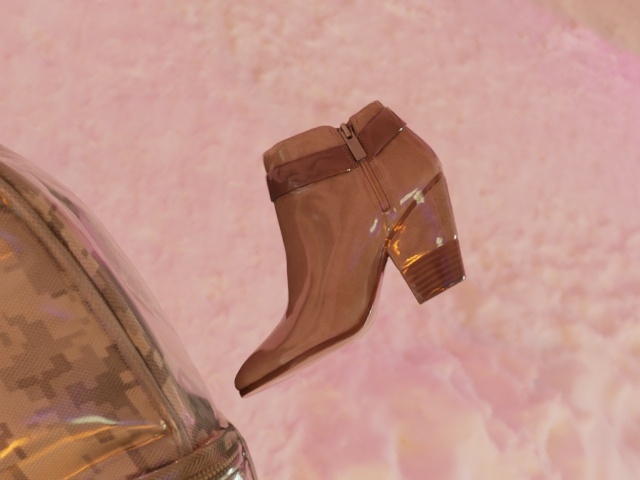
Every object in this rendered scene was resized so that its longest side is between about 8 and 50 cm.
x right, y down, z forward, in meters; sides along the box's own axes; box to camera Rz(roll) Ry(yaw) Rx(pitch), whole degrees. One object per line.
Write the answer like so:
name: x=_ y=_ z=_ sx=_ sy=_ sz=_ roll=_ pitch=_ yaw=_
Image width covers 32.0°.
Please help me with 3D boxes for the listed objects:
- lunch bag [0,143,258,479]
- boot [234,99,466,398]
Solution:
lunch bag: x=-0.157 y=0.071 z=0.491 sx=0.305 sy=0.213 sz=0.256 roll=-167 pitch=-121 yaw=-78
boot: x=0.000 y=0.000 z=0.459 sx=0.087 sy=0.118 sz=0.042 roll=61 pitch=-7 yaw=6
